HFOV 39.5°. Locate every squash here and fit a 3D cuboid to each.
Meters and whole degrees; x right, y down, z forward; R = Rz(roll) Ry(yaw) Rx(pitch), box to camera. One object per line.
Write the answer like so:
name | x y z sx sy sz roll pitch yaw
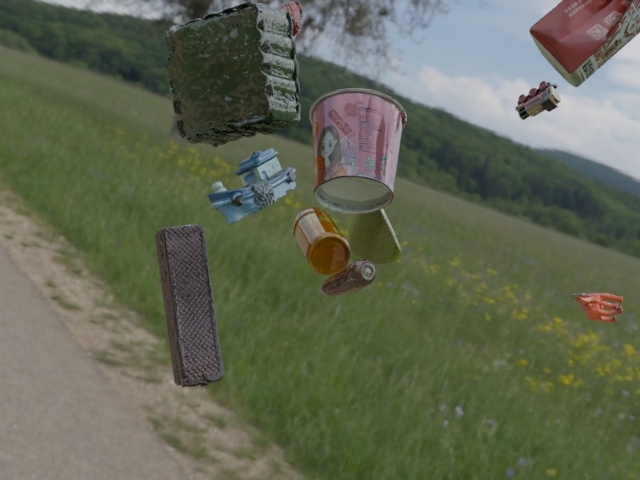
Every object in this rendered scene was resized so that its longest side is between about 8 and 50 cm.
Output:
squash | 0.181 -0.049 2.465 0.169 0.252 0.093 1 45 -16

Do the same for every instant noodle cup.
instant noodle cup | 0.086 -0.205 2.156 0.242 0.231 0.243 3 -25 1

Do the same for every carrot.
carrot | 0.053 0.079 1.761 0.055 0.055 0.161 17 -25 -24

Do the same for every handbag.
handbag | 0.621 -0.492 1.954 0.151 0.298 0.171 53 15 15

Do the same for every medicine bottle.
medicine bottle | 0.000 0.000 1.932 0.096 0.096 0.192 18 15 -17

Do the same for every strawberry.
strawberry | -0.082 -0.542 2.183 0.083 0.096 0.083 49 -12 14

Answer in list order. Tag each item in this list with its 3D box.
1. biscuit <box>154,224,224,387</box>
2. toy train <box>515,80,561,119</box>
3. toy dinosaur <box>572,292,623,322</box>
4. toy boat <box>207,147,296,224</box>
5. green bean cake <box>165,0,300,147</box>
biscuit | -0.314 0.156 2.128 0.107 0.388 0.073 -5 -9 -32
toy train | 0.617 -0.394 2.543 0.050 0.087 0.138 32 -45 -32
toy dinosaur | 0.580 0.137 1.865 0.101 0.055 0.279 0 -17 16
toy boat | -0.137 -0.106 1.689 0.109 0.098 0.238 -17 12 33
green bean cake | -0.171 -0.316 1.726 0.255 0.241 0.132 -11 -1 33
